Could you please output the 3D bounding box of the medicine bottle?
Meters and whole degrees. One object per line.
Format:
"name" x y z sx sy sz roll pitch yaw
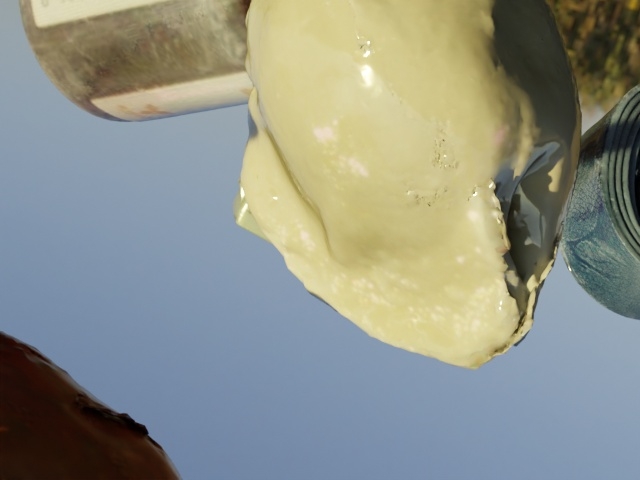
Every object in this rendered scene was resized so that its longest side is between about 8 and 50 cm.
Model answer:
"medicine bottle" -0.045 -0.168 0.804 0.273 0.165 0.165 -4 179 35

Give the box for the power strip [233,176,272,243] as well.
"power strip" 0.000 0.000 0.522 0.083 0.017 0.027 30 -163 -14

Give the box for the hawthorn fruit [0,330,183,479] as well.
"hawthorn fruit" -0.113 0.110 0.398 0.235 0.181 0.181 -4 -171 11

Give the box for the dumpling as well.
"dumpling" 0.025 -0.052 0.458 0.118 0.199 0.136 7 167 -37

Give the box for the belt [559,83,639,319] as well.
"belt" 0.256 -0.033 0.973 0.141 0.190 0.082 28 147 -11
